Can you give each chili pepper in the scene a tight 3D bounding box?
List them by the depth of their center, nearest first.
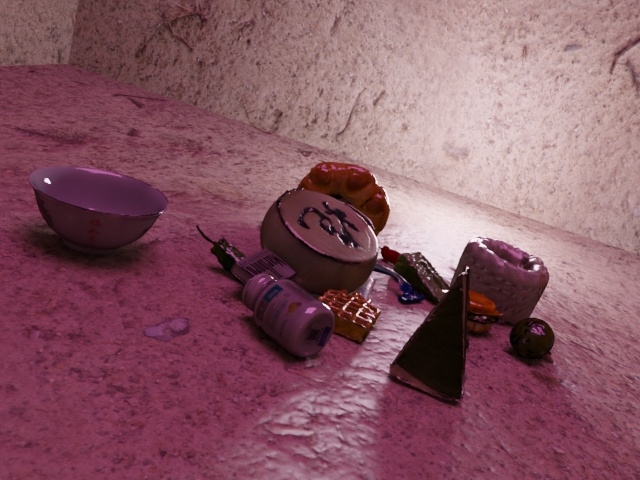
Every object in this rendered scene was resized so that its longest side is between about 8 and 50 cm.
[{"bbox_3d":[-0.223,0.067,1.851,0.279,0.065,0.122,42,10,27],"label":"chili pepper"},{"bbox_3d":[0.266,0.070,2.351,0.050,0.059,0.268,-40,53,-23],"label":"chili pepper"}]

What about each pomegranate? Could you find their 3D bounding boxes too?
[{"bbox_3d":[0.592,0.283,1.938,0.161,0.122,0.122,51,4,-24],"label":"pomegranate"}]

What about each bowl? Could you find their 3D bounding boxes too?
[{"bbox_3d":[-0.573,-0.062,1.788,0.345,0.157,0.345,16,17,-5],"label":"bowl"}]

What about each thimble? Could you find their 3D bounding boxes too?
[{"bbox_3d":[0.570,0.125,2.222,0.291,0.195,0.291,20,18,-7],"label":"thimble"}]

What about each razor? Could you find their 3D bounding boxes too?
[{"bbox_3d":[0.184,0.098,2.177,0.093,0.056,0.324,-2,25,-41],"label":"razor"}]

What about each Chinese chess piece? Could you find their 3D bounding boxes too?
[{"bbox_3d":[0.000,0.000,2.012,0.349,0.146,0.349,21,33,-15],"label":"Chinese chess piece"}]

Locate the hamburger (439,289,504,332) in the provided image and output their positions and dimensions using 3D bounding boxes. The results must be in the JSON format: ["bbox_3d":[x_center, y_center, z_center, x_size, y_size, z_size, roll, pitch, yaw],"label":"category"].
[{"bbox_3d":[0.428,0.203,2.020,0.189,0.093,0.164,16,16,-7],"label":"hamburger"}]

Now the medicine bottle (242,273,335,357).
[{"bbox_3d":[-0.081,0.162,1.607,0.135,0.135,0.215,-3,27,-46],"label":"medicine bottle"}]

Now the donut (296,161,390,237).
[{"bbox_3d":[0.068,-0.119,2.365,0.317,0.299,0.150,49,5,-5],"label":"donut"}]

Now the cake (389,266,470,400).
[{"bbox_3d":[0.254,0.198,1.608,0.172,0.284,0.158,4,14,14],"label":"cake"}]

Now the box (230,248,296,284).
[{"bbox_3d":[-0.143,0.080,1.804,0.115,0.036,0.177,37,22,10],"label":"box"}]

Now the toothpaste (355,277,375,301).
[{"bbox_3d":[0.126,0.147,2.019,0.048,0.031,0.190,24,21,9],"label":"toothpaste"}]

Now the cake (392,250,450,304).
[{"bbox_3d":[0.339,0.121,2.178,0.100,0.099,0.235,-4,28,-44],"label":"cake"}]

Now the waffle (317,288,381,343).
[{"bbox_3d":[0.072,0.184,1.817,0.160,0.055,0.211,21,17,14],"label":"waffle"}]
